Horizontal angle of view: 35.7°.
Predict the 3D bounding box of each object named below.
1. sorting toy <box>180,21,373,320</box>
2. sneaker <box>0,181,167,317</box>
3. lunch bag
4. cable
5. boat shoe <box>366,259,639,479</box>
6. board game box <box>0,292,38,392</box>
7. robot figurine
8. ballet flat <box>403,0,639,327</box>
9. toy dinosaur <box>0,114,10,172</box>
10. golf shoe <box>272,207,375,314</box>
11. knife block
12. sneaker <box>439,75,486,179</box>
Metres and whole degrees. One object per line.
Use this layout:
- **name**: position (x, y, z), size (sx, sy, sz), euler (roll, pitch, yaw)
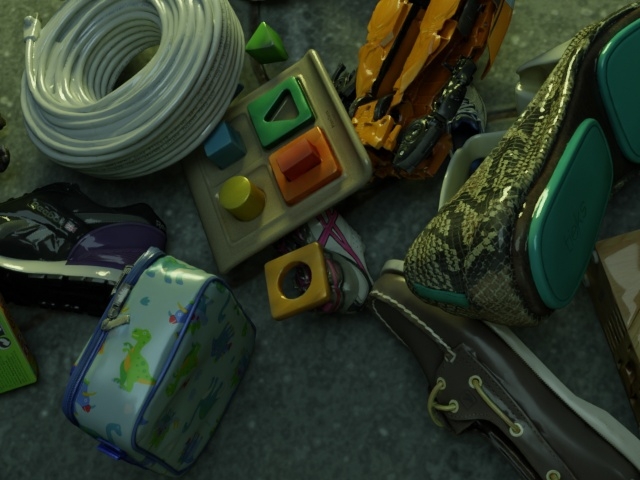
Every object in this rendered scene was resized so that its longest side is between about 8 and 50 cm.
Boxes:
- **sorting toy**: position (-0.059, -0.085, 1.005), size (0.196, 0.047, 0.347), euler (-34, 55, 16)
- **sneaker**: position (-0.302, -0.003, 1.036), size (0.283, 0.107, 0.124), euler (11, 60, -2)
- **lunch bag**: position (-0.141, 0.119, 0.899), size (0.090, 0.219, 0.176), euler (21, 73, 15)
- **cable**: position (-0.204, -0.182, 1.057), size (0.257, 0.089, 0.257), euler (-11, 60, 23)
- **boat shoe**: position (0.159, 0.147, 0.912), size (0.324, 0.116, 0.097), euler (41, 75, 13)
- **board game box**: position (-0.429, 0.126, 0.988), size (0.260, 0.124, 0.039), euler (-19, 28, -3)
- **robot figurine**: position (0.104, -0.180, 1.028), size (0.211, 0.085, 0.291), euler (8, 70, 55)
- **ballet flat**: position (0.228, -0.100, 0.950), size (0.182, 0.164, 0.483), euler (3, 38, 43)
- **toy dinosaur**: position (-0.438, -0.117, 1.096), size (0.160, 0.121, 0.313), euler (-24, 100, 0)
- **golf shoe**: position (0.000, 0.000, 1.022), size (0.086, 0.067, 0.186), euler (2, 50, -35)
- **knife block**: position (0.387, 0.044, 0.937), size (0.242, 0.088, 0.275), euler (-15, 67, 1)
- **sneaker**: position (0.153, -0.122, 1.047), size (0.052, 0.058, 0.135), euler (-7, 67, 4)
